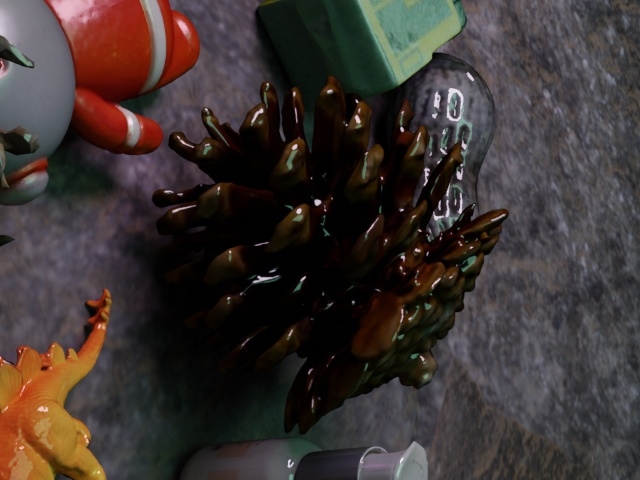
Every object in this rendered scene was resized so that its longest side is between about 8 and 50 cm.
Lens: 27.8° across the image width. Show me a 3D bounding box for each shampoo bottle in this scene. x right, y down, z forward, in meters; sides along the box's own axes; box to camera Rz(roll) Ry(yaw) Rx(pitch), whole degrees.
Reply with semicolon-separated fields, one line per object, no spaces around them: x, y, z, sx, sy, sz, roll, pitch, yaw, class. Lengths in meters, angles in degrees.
-0.014;0.176;0.914;0.074;0.192;0.074;17;69;-51;shampoo bottle

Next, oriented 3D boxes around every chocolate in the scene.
0.110;-0.063;1.219;0.110;0.110;0.248;22;68;-49;chocolate

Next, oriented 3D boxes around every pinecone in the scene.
0.000;-0.003;0.948;0.264;0.264;0.264;19;66;-50;pinecone

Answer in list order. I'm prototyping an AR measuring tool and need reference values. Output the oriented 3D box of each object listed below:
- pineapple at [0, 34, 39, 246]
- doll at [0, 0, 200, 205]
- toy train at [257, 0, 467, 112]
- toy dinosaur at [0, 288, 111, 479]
-0.285;-0.095;0.519;0.352;0.352;0.300;29;51;-46;pineapple
-0.191;-0.123;0.845;0.336;0.105;0.200;-45;118;-57;doll
0.012;-0.323;1.134;0.237;0.150;0.369;-41;112;-43;toy train
-0.189;0.127;0.803;0.117;0.070;0.288;43;45;-38;toy dinosaur
